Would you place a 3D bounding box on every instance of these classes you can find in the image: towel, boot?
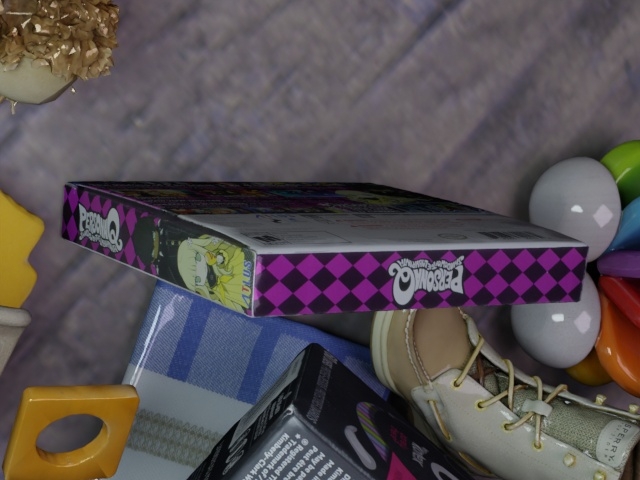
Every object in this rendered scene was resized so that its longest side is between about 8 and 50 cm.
[{"bbox_3d":[-0.070,0.182,1.142,0.209,0.034,0.285,21,88,-35],"label":"towel"},{"bbox_3d":[0.127,0.102,1.150,0.077,0.165,0.213,-55,145,-25],"label":"boot"}]

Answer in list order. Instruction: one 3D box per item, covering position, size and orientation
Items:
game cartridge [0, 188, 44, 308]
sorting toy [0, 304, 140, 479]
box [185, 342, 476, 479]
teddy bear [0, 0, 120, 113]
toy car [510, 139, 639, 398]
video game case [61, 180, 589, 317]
[{"bbox_3d":[-0.328,0.026,0.909,0.324,0.053,0.285,42,77,-38],"label":"game cartridge"},{"bbox_3d":[-0.260,0.082,0.878,0.348,0.047,0.196,13,124,-34],"label":"sorting toy"},{"bbox_3d":[0.046,0.209,1.023,0.270,0.165,0.143,41,100,-4],"label":"box"},{"bbox_3d":[-0.137,-0.221,0.924,0.245,0.113,0.338,-5,123,-39],"label":"teddy bear"},{"bbox_3d":[0.231,0.024,1.250,0.159,0.136,0.182,3,100,-36],"label":"toy car"},{"bbox_3d":[0.000,0.000,1.032,0.232,0.210,0.041,-1,102,-36],"label":"video game case"}]
